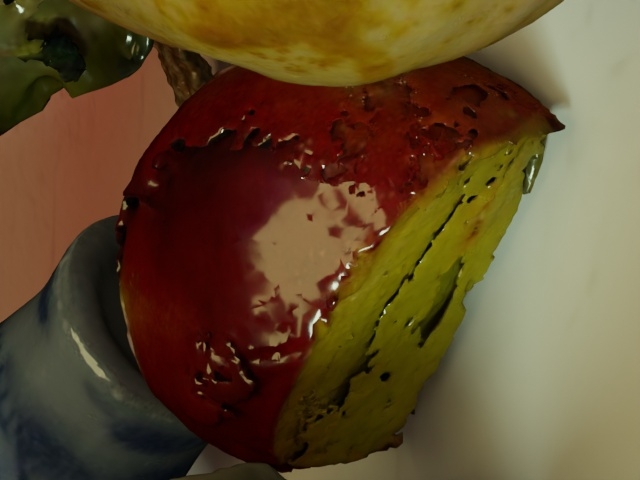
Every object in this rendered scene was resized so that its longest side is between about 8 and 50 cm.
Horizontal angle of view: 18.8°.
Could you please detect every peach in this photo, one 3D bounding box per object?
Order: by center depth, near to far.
[{"bbox_3d":[-0.005,0.002,0.604,0.172,0.092,0.127,-37,67,54],"label":"peach"}]

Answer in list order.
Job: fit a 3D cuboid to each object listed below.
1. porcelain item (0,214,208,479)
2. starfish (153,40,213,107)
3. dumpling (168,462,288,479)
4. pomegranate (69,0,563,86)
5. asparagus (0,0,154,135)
[{"bbox_3d":[-0.120,0.094,0.762,0.259,0.141,0.141,-48,62,40],"label":"porcelain item"},{"bbox_3d":[-0.047,-0.129,0.676,0.150,0.053,0.209,-157,57,-63],"label":"starfish"},{"bbox_3d":[-0.032,0.194,0.568,0.187,0.318,0.243,-30,72,23],"label":"dumpling"},{"bbox_3d":[-0.003,-0.139,0.466,0.207,0.207,0.207,21,117,50],"label":"pomegranate"},{"bbox_3d":[-0.153,-0.190,0.696,0.128,0.108,0.382,49,-170,-44],"label":"asparagus"}]
